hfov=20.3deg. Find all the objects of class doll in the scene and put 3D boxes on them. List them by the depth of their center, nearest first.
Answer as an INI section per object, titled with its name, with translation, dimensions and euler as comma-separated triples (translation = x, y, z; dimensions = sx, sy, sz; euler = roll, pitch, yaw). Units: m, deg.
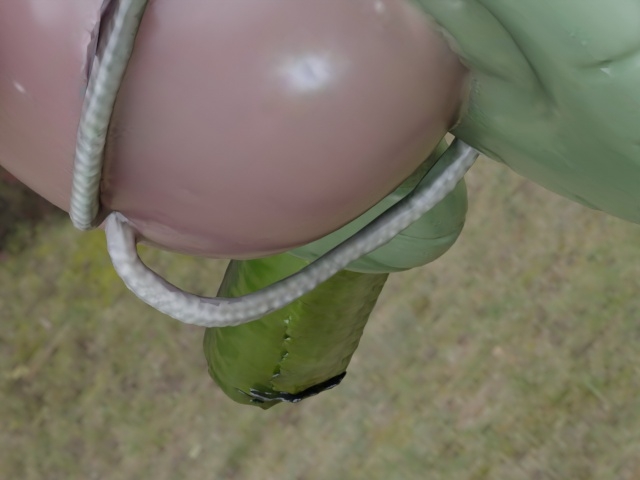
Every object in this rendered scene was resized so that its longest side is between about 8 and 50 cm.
[doll]
translation = -0.048, -0.058, 0.448
dimensions = 0.216, 0.268, 0.284
euler = -60, 16, -15

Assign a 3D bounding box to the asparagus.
[asparagus]
translation = 0.000, 0.000, 1.190
dimensions = 0.382, 0.108, 0.128
euler = 114, 169, -61
